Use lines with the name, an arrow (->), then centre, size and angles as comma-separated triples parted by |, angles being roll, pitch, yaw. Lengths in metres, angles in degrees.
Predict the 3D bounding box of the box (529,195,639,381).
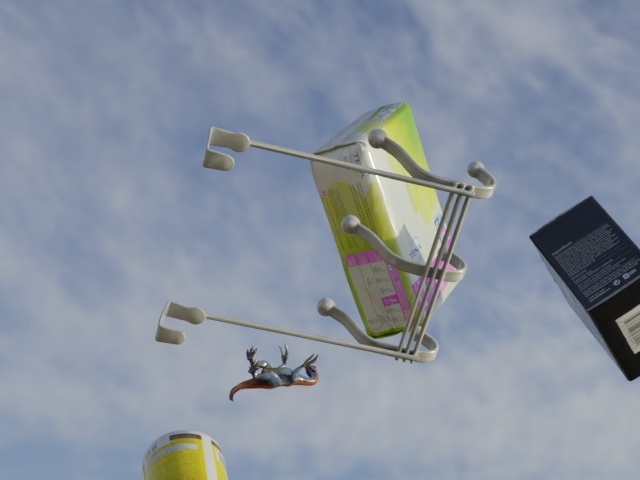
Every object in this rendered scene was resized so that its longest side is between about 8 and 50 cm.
box -> 0.391, 0.062, 2.187 | 0.108, 0.207, 0.153 | -33, -55, 3

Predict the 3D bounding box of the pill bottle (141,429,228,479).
pill bottle -> -0.177, 0.363, 2.186 | 0.117, 0.215, 0.117 | -5, -57, -7

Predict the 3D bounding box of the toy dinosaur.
toy dinosaur -> -0.042, 0.138, 1.673 | 0.082, 0.090, 0.047 | 34, 10, -31

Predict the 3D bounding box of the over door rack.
over door rack -> 0.000, 0.000, 1.731 | 0.324, 0.108, 0.239 | 7, -61, -17

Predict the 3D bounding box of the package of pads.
package of pads -> 0.097, -0.028, 2.337 | 0.101, 0.297, 0.229 | -13, 13, 24
